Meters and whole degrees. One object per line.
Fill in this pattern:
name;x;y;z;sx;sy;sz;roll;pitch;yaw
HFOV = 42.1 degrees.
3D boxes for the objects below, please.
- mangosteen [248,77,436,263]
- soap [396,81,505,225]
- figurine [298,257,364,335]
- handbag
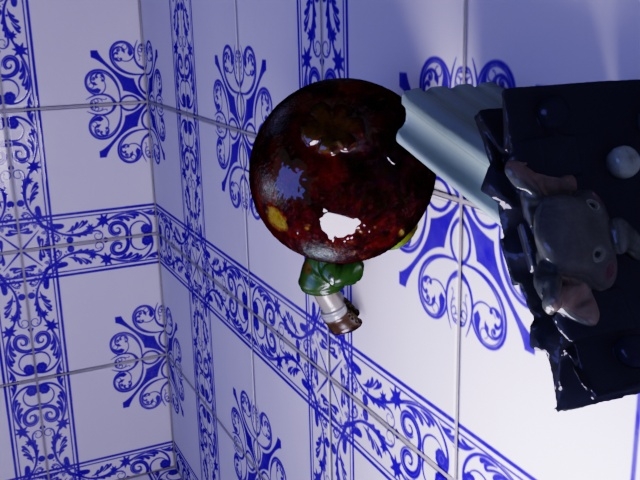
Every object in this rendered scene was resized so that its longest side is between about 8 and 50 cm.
mangosteen;0.037;-0.096;1.374;0.359;0.306;0.306;79;171;-63
soap;0.232;-0.117;1.079;0.265;0.159;0.088;49;141;49
figurine;0.000;0.000;1.606;0.281;0.167;0.370;-96;-10;-70
handbag;0.291;-0.005;0.852;0.118;0.269;0.326;-40;62;60
